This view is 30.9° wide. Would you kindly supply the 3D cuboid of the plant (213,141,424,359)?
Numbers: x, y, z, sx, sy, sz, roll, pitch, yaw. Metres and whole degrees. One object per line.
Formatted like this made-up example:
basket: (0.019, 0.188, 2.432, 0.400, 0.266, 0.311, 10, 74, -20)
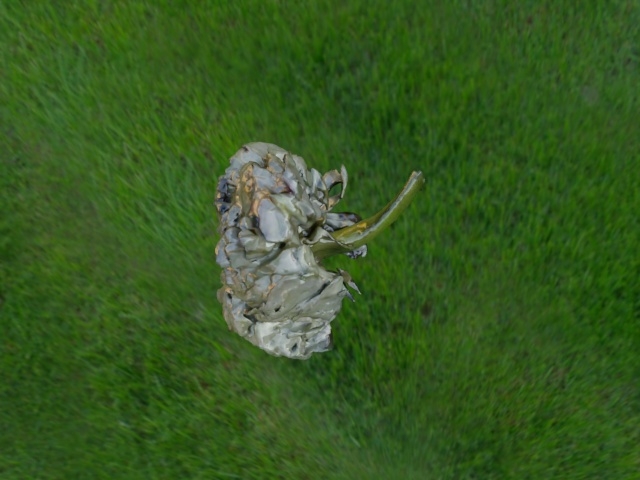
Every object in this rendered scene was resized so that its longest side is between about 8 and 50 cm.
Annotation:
plant: (0.000, 0.000, 0.629, 0.121, 0.104, 0.117, -12, 115, -1)
